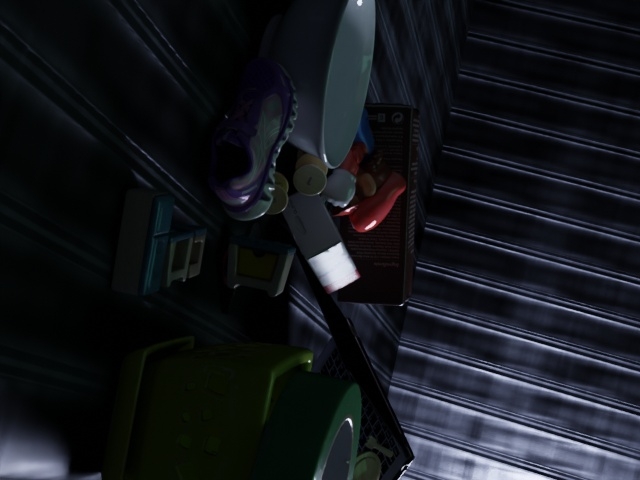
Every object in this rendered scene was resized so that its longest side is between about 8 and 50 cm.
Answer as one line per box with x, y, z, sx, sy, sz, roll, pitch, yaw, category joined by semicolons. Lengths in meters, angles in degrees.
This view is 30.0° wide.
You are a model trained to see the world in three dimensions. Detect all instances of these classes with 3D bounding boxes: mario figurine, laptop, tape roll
0.028;-0.164;2.093;0.198;0.170;0.320;-27;108;-39;mario figurine
-0.010;0.278;2.168;0.408;0.236;0.382;-58;-148;25;laptop
-0.025;0.329;1.513;0.321;0.077;0.321;11;90;-79;tape roll

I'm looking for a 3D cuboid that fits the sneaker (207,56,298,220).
-0.103;-0.152;1.671;0.104;0.095;0.236;31;67;-58;sneaker

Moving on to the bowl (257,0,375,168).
-0.014;-0.267;1.834;0.298;0.134;0.298;11;90;-77;bowl

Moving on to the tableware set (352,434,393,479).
0.030;0.364;1.960;0.194;0.039;0.128;39;76;-44;tableware set

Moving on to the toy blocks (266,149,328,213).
-0.045;-0.110;1.920;0.054;0.123;0.148;59;15;-21;toy blocks

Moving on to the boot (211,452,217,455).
-0.089;0.348;1.722;0.077;0.213;0.165;94;9;-86;boot

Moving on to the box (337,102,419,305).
0.115;-0.073;2.336;0.191;0.143;0.381;-24;115;-81;box

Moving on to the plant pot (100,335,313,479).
-0.147;0.237;1.535;0.228;0.207;0.227;-3;104;-77;plant pot

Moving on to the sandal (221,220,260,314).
-0.133;0.041;1.831;0.067;0.040;0.179;-54;168;-50;sandal

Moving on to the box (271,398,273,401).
-0.106;0.264;1.861;0.158;0.156;0.093;36;65;-77;box

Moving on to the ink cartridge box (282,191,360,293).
0.000;0.000;2.113;0.127;0.072;0.175;64;1;25;ink cartridge box

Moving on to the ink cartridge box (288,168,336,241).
0.000;-0.083;2.275;0.206;0.045;0.208;67;38;-69;ink cartridge box

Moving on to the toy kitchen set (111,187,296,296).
-0.134;0.005;1.473;0.207;0.166;0.122;-24;125;-75;toy kitchen set
